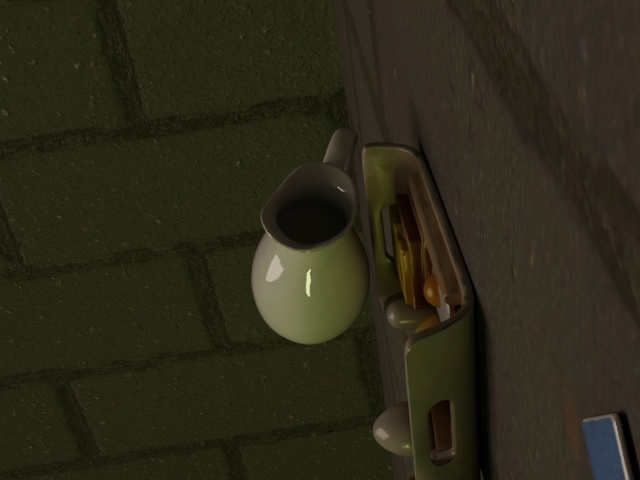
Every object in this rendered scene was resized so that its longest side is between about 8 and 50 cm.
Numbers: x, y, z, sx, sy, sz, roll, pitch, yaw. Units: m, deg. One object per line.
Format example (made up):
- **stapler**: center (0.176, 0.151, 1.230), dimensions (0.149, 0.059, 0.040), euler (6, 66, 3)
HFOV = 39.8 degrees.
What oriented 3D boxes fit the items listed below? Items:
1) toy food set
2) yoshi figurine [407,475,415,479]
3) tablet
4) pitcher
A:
- **toy food set**: center (0.078, 0.073, 0.823), dimensions (0.306, 0.092, 0.220), euler (-99, 0, -55)
- **yoshi figurine**: center (0.092, 0.441, 0.950), dimensions (0.203, 0.203, 0.362), euler (-12, -85, -65)
- **tablet**: center (0.124, 0.114, 0.365), dimensions (0.054, 0.006, 0.083), euler (78, -176, -76)
- **pitcher**: center (0.000, 0.000, 0.922), dimensions (0.207, 0.125, 0.178), euler (92, -159, -54)
